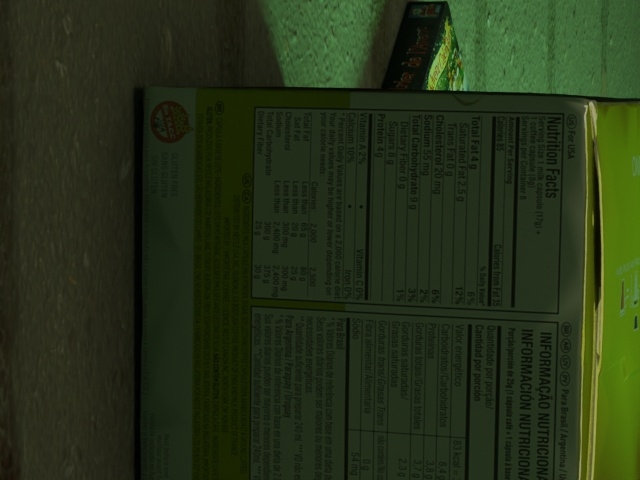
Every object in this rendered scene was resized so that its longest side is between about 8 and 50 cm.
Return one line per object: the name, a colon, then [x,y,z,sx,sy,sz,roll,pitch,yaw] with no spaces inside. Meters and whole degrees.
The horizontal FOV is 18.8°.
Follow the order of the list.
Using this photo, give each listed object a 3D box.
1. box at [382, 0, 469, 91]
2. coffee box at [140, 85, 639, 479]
box: [0.103,-0.111,1.998,0.159,0.044,0.233,71,28,-47]
coffee box: [0.077,0.052,1.488,0.338,0.334,0.338,-12,103,-71]
